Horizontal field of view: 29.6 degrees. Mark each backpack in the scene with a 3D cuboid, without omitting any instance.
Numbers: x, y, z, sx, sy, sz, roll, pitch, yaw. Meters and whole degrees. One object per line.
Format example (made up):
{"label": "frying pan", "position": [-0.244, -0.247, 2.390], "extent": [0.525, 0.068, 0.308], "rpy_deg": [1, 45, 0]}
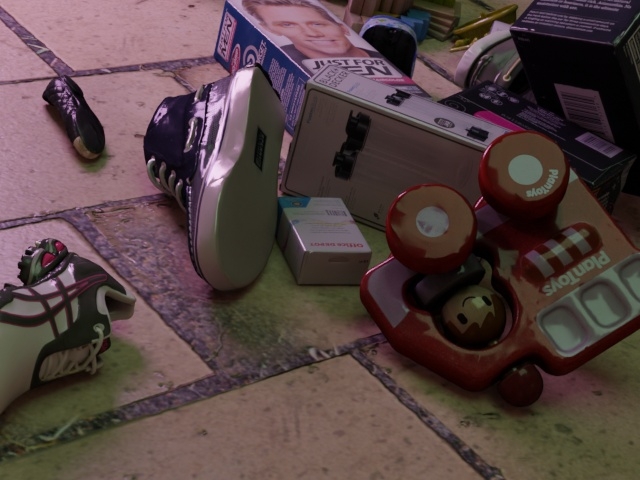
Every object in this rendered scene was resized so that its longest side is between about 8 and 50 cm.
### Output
{"label": "backpack", "position": [0.103, -0.301, 1.942], "extent": [0.105, 0.114, 0.084], "rpy_deg": [14, 31, -1]}

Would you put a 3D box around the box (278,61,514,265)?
{"label": "box", "position": [0.106, -0.100, 1.569], "extent": [0.290, 0.169, 0.087], "rpy_deg": [20, 31, 10]}

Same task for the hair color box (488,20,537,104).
{"label": "hair color box", "position": [0.436, -0.228, 1.975], "extent": [0.374, 0.114, 0.185], "rpy_deg": [18, 32, 5]}

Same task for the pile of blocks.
{"label": "pile of blocks", "position": [0.170, -0.436, 2.193], "extent": [0.149, 0.113, 0.362], "rpy_deg": [28, 34, 20]}

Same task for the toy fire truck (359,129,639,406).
{"label": "toy fire truck", "position": [0.213, 0.045, 1.356], "extent": [0.302, 0.169, 0.254], "rpy_deg": [-30, 67, -12]}

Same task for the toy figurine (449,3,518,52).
{"label": "toy figurine", "position": [0.434, -0.341, 2.139], "extent": [0.362, 0.217, 0.191], "rpy_deg": [-21, 25, 25]}

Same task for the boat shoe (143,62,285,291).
{"label": "boat shoe", "position": [-0.144, -0.065, 1.477], "extent": [0.158, 0.127, 0.341], "rpy_deg": [-14, 42, 23]}

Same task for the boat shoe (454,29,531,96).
{"label": "boat shoe", "position": [0.336, -0.288, 1.833], "extent": [0.305, 0.109, 0.091], "rpy_deg": [-32, 59, -30]}

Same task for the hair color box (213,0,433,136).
{"label": "hair color box", "position": [-0.004, -0.248, 1.820], "extent": [0.173, 0.105, 0.347], "rpy_deg": [-7, 37, -33]}

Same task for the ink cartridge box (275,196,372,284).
{"label": "ink cartridge box", "position": [0.000, 0.000, 1.471], "extent": [0.088, 0.052, 0.122], "rpy_deg": [1, 33, -21]}

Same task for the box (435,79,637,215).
{"label": "box", "position": [0.275, -0.094, 1.661], "extent": [0.247, 0.142, 0.163], "rpy_deg": [32, 33, 23]}

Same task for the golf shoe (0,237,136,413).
{"label": "golf shoe", "position": [-0.264, 0.092, 1.163], "extent": [0.120, 0.105, 0.273], "rpy_deg": [23, 31, -2]}

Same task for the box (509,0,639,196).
{"label": "box", "position": [0.450, -0.268, 1.709], "extent": [0.182, 0.296, 0.294], "rpy_deg": [20, 60, 43]}

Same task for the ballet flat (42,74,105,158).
{"label": "ballet flat", "position": [-0.326, -0.157, 1.603], "extent": [0.057, 0.049, 0.173], "rpy_deg": [33, 18, -43]}
